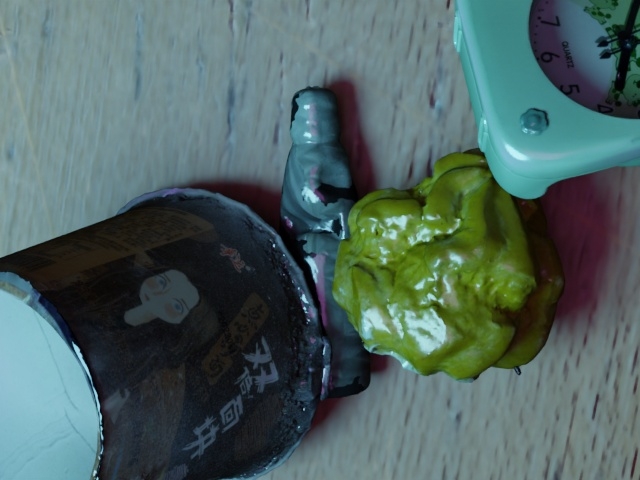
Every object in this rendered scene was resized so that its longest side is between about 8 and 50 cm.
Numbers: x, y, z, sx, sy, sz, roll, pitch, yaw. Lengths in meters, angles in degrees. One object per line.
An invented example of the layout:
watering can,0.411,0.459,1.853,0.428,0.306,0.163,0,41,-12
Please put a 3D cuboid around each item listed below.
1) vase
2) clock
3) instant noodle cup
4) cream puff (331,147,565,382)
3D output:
vase,0.000,0.000,0.984,0.060,0.060,0.211,-2,99,14
clock,0.193,-0.116,0.887,0.211,0.066,0.159,-9,68,0
instant noodle cup,-0.138,0.083,0.929,0.217,0.207,0.217,7,103,33
cream puff,0.086,0.011,0.924,0.156,0.121,0.156,0,98,-3
